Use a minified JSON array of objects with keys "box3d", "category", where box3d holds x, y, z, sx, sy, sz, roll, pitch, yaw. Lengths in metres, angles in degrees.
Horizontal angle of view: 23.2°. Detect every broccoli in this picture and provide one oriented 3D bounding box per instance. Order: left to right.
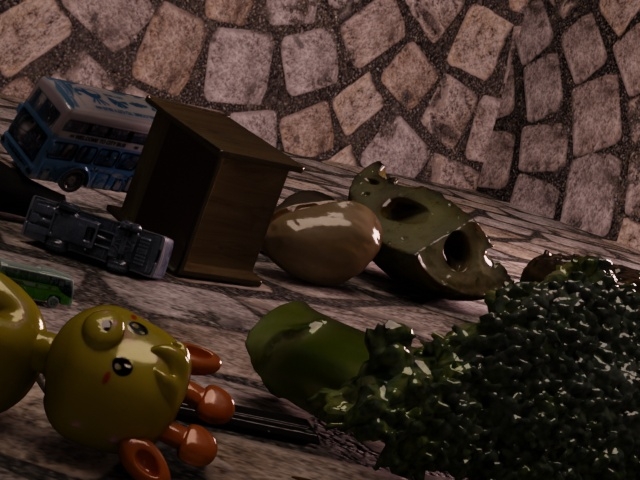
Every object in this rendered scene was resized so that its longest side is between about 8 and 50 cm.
[{"box3d":[0.143,0.133,1.358,0.353,0.274,0.397,31,-17,-14],"category":"broccoli"}]

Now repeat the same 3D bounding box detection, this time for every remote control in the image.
[{"box3d":[-0.477,-0.115,2.539,0.039,0.014,0.096,12,7,-23],"category":"remote control"}]

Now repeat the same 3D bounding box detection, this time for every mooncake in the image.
[{"box3d":[0.401,0.089,2.332,0.228,0.124,0.228,13,8,-2],"category":"mooncake"}]

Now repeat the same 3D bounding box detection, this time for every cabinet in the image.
[{"box3d":[-0.153,-0.067,2.077,0.148,0.174,0.215,10,17,-38],"category":"cabinet"}]

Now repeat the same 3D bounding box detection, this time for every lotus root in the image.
[{"box3d":[0.146,0.011,2.405,0.210,0.142,0.314,60,-14,-24],"category":"lotus root"}]

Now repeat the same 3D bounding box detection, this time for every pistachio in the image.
[{"box3d":[0.000,0.000,2.203,0.185,0.124,0.124,8,10,-26],"category":"pistachio"}]

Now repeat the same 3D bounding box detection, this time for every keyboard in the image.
[{"box3d":[-0.101,0.147,1.351,0.202,0.011,0.067,13,6,-13],"category":"keyboard"}]

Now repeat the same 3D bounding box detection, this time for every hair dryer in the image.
[{"box3d":[-0.482,-0.093,2.146,0.236,0.091,0.272,22,0,-25],"category":"hair dryer"}]

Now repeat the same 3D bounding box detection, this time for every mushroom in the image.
[{"box3d":[-0.021,-0.021,2.422,0.141,0.117,0.188,28,6,12],"category":"mushroom"}]

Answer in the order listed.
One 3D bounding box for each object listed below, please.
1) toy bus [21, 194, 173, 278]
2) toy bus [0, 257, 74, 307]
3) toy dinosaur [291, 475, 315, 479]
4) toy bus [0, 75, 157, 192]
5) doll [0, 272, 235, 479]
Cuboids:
[{"box3d":[-0.274,-0.001,1.930,0.191,0.064,0.075,17,-4,16],"category":"toy bus"},{"box3d":[-0.297,0.045,1.617,0.083,0.037,0.031,13,8,-20],"category":"toy bus"},{"box3d":[0.033,0.196,1.175,0.113,0.026,0.041,28,30,24],"category":"toy dinosaur"},{"box3d":[-0.285,-0.134,2.167,0.297,0.131,0.106,9,30,-47],"category":"toy bus"},{"box3d":[-0.174,0.106,1.163,0.221,0.135,0.143,20,40,-1],"category":"doll"}]
